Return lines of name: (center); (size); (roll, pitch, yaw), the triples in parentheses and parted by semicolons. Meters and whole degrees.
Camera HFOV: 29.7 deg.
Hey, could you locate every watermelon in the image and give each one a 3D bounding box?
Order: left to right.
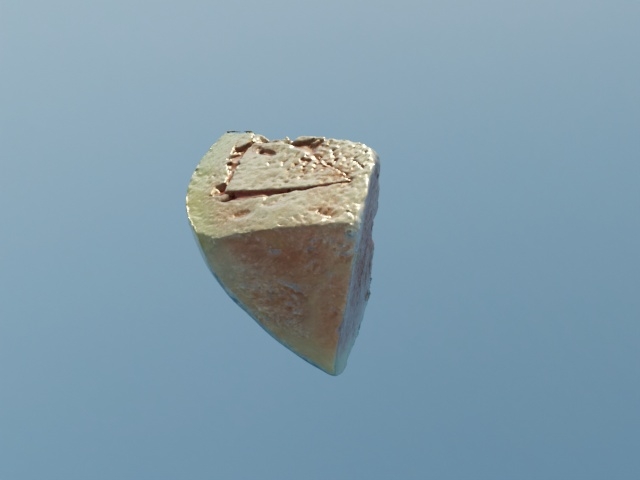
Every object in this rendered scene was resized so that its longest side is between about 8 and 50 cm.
watermelon: (0.000, 0.000, 1.260); (0.201, 0.262, 0.213); (-30, -159, 27)
